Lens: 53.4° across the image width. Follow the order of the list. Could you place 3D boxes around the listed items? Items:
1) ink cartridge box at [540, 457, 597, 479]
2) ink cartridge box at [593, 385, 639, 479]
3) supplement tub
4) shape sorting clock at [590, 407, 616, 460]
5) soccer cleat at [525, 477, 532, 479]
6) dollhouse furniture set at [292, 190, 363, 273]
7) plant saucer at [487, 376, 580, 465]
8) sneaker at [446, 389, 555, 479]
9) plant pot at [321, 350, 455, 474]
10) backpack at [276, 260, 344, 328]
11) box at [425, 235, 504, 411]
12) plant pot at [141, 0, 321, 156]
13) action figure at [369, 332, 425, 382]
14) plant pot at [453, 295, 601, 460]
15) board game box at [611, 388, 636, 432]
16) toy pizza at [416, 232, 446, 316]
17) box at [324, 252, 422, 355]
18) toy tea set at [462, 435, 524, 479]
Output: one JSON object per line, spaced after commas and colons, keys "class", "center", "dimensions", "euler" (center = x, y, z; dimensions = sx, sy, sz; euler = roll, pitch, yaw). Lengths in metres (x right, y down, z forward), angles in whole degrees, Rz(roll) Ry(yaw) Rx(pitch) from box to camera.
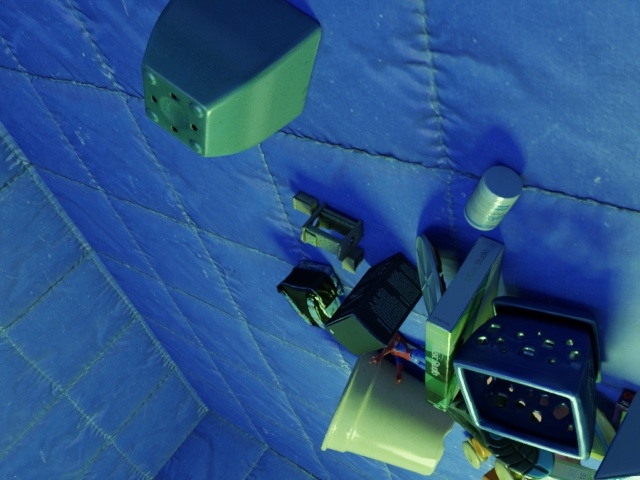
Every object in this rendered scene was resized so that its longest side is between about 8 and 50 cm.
{"class": "ink cartridge box", "center": [0.579, 0.541, 1.330], "dimensions": [0.235, 0.056, 0.171], "euler": [5, 135, 41]}
{"class": "ink cartridge box", "center": [0.576, 0.331, 0.867], "dimensions": [0.307, 0.223, 0.129], "euler": [37, 154, 9]}
{"class": "supplement tub", "center": [0.296, -0.071, 1.099], "dimensions": [0.071, 0.071, 0.107], "euler": [34, 152, 11]}
{"class": "shape sorting clock", "center": [0.581, 0.406, 1.432], "dimensions": [0.206, 0.040, 0.206], "euler": [42, 153, 28]}
{"class": "soccer cleat", "center": [0.629, 0.642, 1.719], "dimensions": [0.076, 0.068, 0.196], "euler": [36, 149, 2]}
{"class": "dollhouse furniture set", "center": [0.000, 0.000, 1.524], "dimensions": [0.182, 0.101, 0.160], "euler": [27, 149, 24]}
{"class": "plant saucer", "center": [0.476, 0.416, 1.494], "dimensions": [0.332, 0.084, 0.332], "euler": [45, 155, 27]}
{"class": "sneaker", "center": [0.388, 0.402, 1.428], "dimensions": [0.341, 0.125, 0.139], "euler": [42, 173, 44]}
{"class": "plant pot", "center": [0.208, 0.496, 1.802], "dimensions": [0.306, 0.333, 0.333], "euler": [22, 148, 9]}
{"class": "backpack", "center": [-0.010, 0.158, 1.744], "dimensions": [0.158, 0.117, 0.173], "euler": [6, 136, 46]}
{"class": "box", "center": [0.288, 0.176, 1.290], "dimensions": [0.059, 0.232, 0.322], "euler": [23, 147, 27]}
{"class": "plant pot", "center": [-0.187, -0.303, 1.163], "dimensions": [0.247, 0.252, 0.247], "euler": [36, 151, 9]}
{"class": "action figure", "center": [0.244, 0.338, 1.683], "dimensions": [0.280, 0.139, 0.091], "euler": [26, 147, 30]}
{"class": "plant pot", "center": [0.422, 0.251, 1.242], "dimensions": [0.236, 0.212, 0.236], "euler": [9, 139, 35]}
{"class": "board game box", "center": [0.728, 0.463, 1.364], "dimensions": [0.208, 0.056, 0.346], "euler": [25, 149, 34]}
{"class": "toy pizza", "center": [0.235, 0.082, 1.318], "dimensions": [0.032, 0.201, 0.201], "euler": [-10, 140, 0]}
{"class": "box", "center": [0.130, 0.149, 1.466], "dimensions": [0.108, 0.207, 0.153], "euler": [44, 152, -6]}
{"class": "toy tea set", "center": [0.518, 0.600, 1.782], "dimensions": [0.336, 0.124, 0.200], "euler": [92, 153, -59]}
